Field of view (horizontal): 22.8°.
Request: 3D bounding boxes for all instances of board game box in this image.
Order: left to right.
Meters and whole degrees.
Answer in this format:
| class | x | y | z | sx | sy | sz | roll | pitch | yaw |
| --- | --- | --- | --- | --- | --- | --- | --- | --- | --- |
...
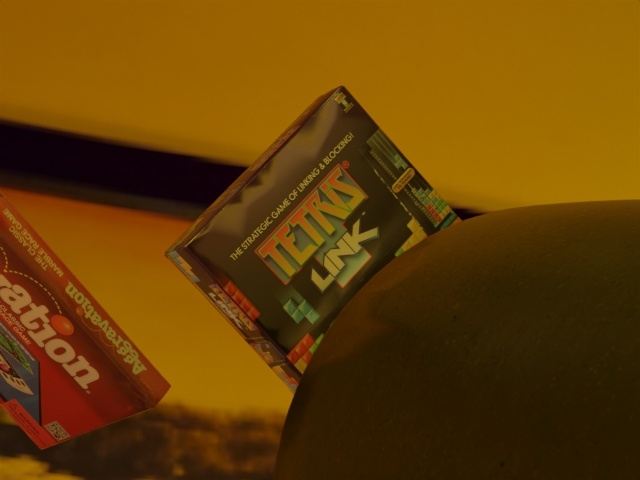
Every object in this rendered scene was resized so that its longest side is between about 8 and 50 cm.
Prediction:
| class | x | y | z | sx | sy | sz | roll | pitch | yaw |
| --- | --- | --- | --- | --- | --- | --- | --- | --- | --- |
| board game box | -0.240 | 0.024 | 1.099 | 0.145 | 0.027 | 0.281 | -24 | -69 | 42 |
| board game box | 0.000 | 0.000 | 1.110 | 0.141 | 0.170 | 0.048 | 48 | -22 | -13 |

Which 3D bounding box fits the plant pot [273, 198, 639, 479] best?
| class | x | y | z | sx | sy | sz | roll | pitch | yaw |
| --- | --- | --- | --- | --- | --- | --- | --- | --- | --- |
| plant pot | 0.159 | 0.099 | 0.543 | 0.274 | 0.275 | 0.293 | 15 | -13 | -18 |
